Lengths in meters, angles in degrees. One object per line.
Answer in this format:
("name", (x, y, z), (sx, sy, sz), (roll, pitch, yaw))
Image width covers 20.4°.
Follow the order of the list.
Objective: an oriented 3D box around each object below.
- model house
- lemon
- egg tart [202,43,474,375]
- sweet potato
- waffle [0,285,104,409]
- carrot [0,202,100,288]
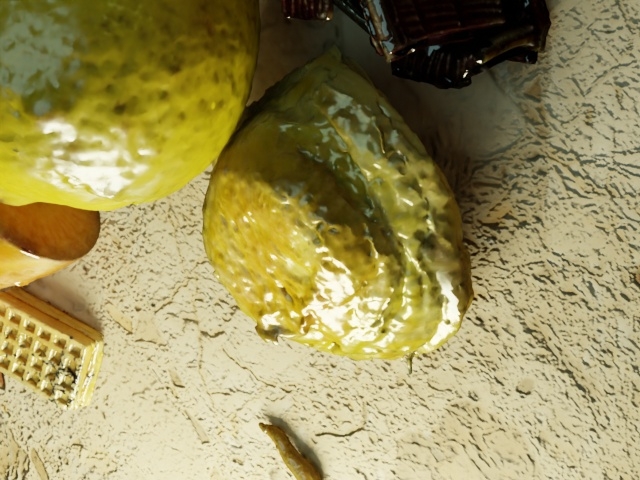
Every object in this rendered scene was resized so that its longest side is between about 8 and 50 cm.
("model house", (0.018, -0.277, 1.656), (0.297, 0.282, 0.317), (-9, 98, 31))
("lemon", (-0.227, -0.211, 1.729), (0.350, 0.350, 0.387), (24, 91, 23))
("egg tart", (0.000, 0.000, 1.789), (0.351, 0.153, 0.339), (-17, 107, 51))
("sweet potato", (-0.029, 0.243, 1.974), (0.026, 0.026, 0.115), (-43, 78, 31))
("waffle", (-0.329, 0.128, 2.104), (0.148, 0.042, 0.102), (28, 115, 20))
("carrot", (-0.400, -0.002, 2.027), (0.254, 0.196, 0.196), (-34, 85, 35))
